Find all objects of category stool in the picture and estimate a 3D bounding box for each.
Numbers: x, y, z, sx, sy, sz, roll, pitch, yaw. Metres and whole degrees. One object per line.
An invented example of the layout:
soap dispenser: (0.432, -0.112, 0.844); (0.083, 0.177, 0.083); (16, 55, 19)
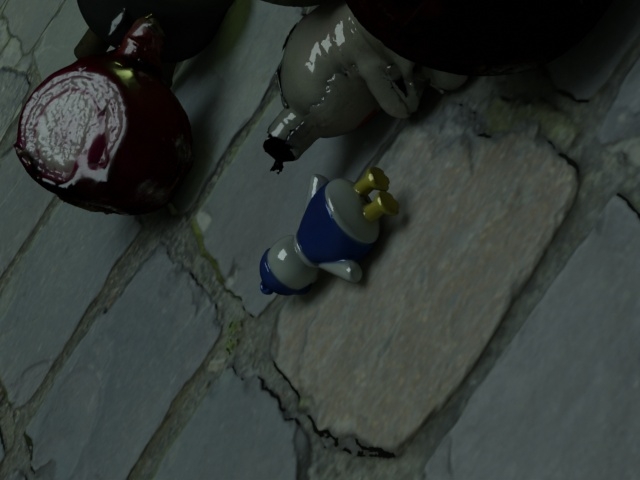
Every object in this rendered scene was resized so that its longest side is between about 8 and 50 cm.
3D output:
stool: (-0.158, -0.256, 1.548); (0.153, 0.228, 0.139); (52, 140, 17)

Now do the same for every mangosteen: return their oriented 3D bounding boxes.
mangosteen: (0.099, -0.222, 1.027); (0.216, 0.216, 0.216); (-37, 36, 33)

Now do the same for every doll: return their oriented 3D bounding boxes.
doll: (0.034, -0.147, 1.180); (0.192, 0.095, 0.149); (-29, 43, 38)
doll: (0.000, 0.000, 1.135); (0.143, 0.057, 0.099); (-41, 54, 31)

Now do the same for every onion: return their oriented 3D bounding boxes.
onion: (-0.189, -0.117, 1.446); (0.173, 0.135, 0.198); (26, 82, 25)

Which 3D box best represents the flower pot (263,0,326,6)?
flower pot: (-0.018, -0.287, 1.210); (0.212, 0.212, 0.202); (-53, 9, 11)
